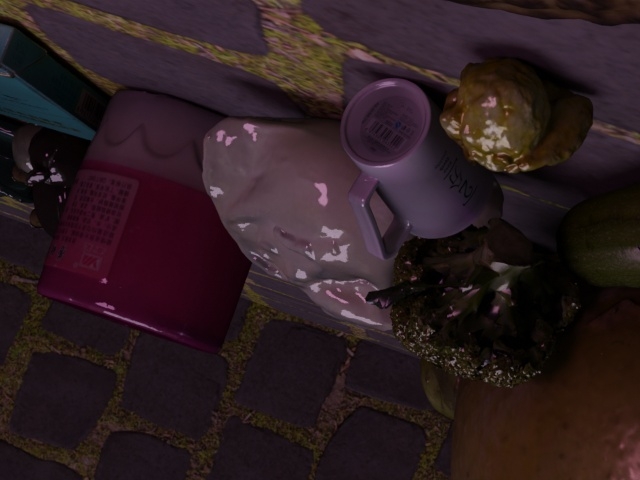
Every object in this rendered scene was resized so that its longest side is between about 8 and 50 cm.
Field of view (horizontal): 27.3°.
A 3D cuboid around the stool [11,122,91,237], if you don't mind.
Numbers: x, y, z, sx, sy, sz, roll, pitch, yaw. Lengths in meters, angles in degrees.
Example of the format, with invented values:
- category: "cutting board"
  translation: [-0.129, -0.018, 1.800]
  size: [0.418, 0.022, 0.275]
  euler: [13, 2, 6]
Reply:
- category: "stool"
  translation: [-0.273, -0.068, 1.427]
  size: [0.121, 0.125, 0.217]
  euler: [17, 163, 31]

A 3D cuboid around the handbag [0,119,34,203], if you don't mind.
- category: "handbag"
  translation: [-0.486, -0.130, 1.644]
  size: [0.326, 0.089, 0.238]
  euler: [21, 174, -6]

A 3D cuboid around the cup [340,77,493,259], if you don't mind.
- category: "cup"
  translation: [0.054, -0.041, 0.855]
  size: [0.074, 0.104, 0.116]
  euler: [32, 177, 31]

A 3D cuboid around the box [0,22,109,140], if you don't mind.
- category: "box"
  translation: [-0.289, -0.150, 1.156]
  size: [0.162, 0.041, 0.229]
  euler: [17, 172, 17]

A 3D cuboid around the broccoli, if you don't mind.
- category: "broccoli"
  translation: [0.111, 0.038, 0.906]
  size: [0.131, 0.130, 0.120]
  euler: [43, 142, 15]

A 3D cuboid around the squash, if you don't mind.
- category: "squash"
  translation: [0.210, -0.004, 0.847]
  size: [0.069, 0.069, 0.239]
  euler: [20, 175, -6]

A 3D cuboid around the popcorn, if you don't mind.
- category: "popcorn"
  translation: [0.106, -0.065, 0.710]
  size: [0.083, 0.059, 0.068]
  euler: [11, 173, -1]

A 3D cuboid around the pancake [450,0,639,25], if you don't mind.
- category: "pancake"
  translation: [0.010, -0.149, 0.462]
  size: [0.288, 0.033, 0.286]
  euler: [16, 170, 22]

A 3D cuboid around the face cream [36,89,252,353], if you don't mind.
- category: "face cream"
  translation: [-0.140, -0.015, 1.172]
  size: [0.175, 0.195, 0.175]
  euler: [17, 172, 2]

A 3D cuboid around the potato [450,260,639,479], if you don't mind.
- category: "potato"
  translation: [0.283, 0.151, 1.034]
  size: [0.385, 0.319, 0.442]
  euler: [-23, 179, -18]

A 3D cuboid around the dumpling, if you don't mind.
- category: "dumpling"
  translation: [0.016, -0.014, 0.985]
  size: [0.229, 0.151, 0.124]
  euler: [18, -161, 3]

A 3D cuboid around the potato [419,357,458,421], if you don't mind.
- category: "potato"
  translation: [0.224, 0.158, 1.769]
  size: [0.272, 0.160, 0.111]
  euler: [10, 144, 53]
